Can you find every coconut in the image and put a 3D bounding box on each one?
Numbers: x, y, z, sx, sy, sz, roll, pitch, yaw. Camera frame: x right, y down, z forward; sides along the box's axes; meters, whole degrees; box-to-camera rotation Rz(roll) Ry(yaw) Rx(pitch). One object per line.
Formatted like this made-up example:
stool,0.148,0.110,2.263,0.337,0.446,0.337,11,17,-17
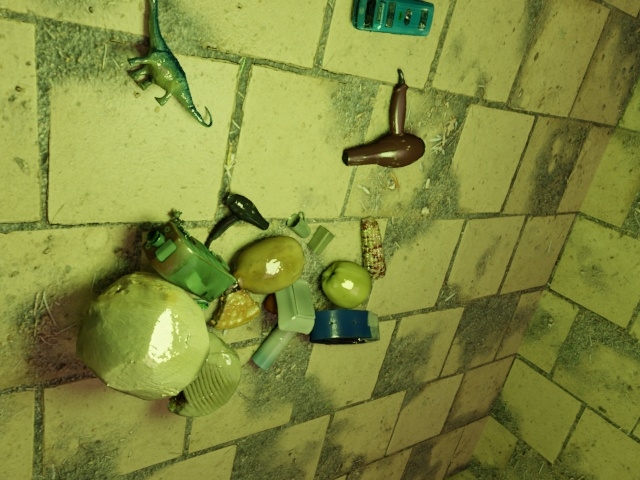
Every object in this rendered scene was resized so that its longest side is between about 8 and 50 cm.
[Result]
coconut,-0.497,0.265,1.430,0.346,0.346,0.360,-47,141,-5

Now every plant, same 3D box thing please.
plant,-0.425,-0.044,1.502,0.051,0.051,0.102,3,119,-39

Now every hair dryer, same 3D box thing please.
hair dryer,0.227,-0.420,1.767,0.312,0.123,0.341,-7,109,-22
hair dryer,-0.284,-0.037,1.620,0.219,0.075,0.195,-41,143,3

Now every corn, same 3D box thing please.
corn,0.211,0.035,2.009,0.092,0.092,0.281,-25,125,-24

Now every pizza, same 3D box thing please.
pizza,-0.296,0.204,1.745,0.188,0.062,0.199,-14,115,-34

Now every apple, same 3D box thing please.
apple,0.102,0.168,1.942,0.200,0.200,0.200,-19,125,-28

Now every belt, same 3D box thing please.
belt,0.096,0.343,2.007,0.346,0.212,0.117,17,61,-48

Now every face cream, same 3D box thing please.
face cream,-0.156,0.373,1.935,0.250,0.077,0.077,-51,134,-2

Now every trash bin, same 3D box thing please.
trash bin,0.000,0.000,1.846,0.043,0.061,0.092,31,96,-44

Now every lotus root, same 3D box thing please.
lotus root,-0.192,0.093,1.679,0.309,0.182,0.183,-22,127,-27

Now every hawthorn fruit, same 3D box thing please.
hawthorn fruit,-0.159,0.220,1.843,0.081,0.081,0.093,19,93,-43

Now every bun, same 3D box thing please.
bun,-0.401,0.425,1.697,0.281,0.205,0.282,-9,119,-17

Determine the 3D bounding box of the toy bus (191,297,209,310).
toy bus,-0.409,0.209,1.678,0.083,0.031,0.037,10,99,-41

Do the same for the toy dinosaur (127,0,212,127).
toy dinosaur,-0.393,-0.422,1.285,0.147,0.076,0.363,-40,129,-21

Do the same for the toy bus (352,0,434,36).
toy bus,0.224,-0.692,1.557,0.246,0.134,0.114,-10,121,-34

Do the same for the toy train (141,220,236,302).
toy train,-0.382,0.068,1.484,0.129,0.159,0.326,-42,149,-1

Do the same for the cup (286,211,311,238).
cup,-0.074,-0.056,1.773,0.054,0.075,0.083,-21,142,21

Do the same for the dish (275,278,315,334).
dish,-0.085,0.217,1.804,0.151,0.213,0.077,18,139,-42
